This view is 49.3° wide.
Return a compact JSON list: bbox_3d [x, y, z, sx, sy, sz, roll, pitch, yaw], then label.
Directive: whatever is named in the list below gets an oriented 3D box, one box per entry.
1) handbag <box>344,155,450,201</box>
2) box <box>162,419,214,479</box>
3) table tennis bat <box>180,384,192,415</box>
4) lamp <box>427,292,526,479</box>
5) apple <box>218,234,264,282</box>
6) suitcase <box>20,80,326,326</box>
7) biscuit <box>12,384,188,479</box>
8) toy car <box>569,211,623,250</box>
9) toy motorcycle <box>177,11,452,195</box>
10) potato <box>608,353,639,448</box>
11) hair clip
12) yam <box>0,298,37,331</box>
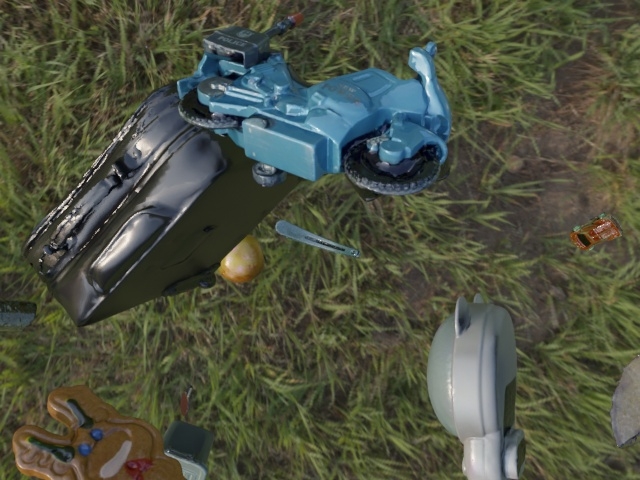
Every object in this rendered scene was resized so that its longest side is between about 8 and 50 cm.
[{"bbox_3d":[0.210,-0.190,1.881,0.275,0.244,0.088,-18,70,11],"label":"handbag"},{"bbox_3d":[-0.378,0.604,1.867,0.163,0.135,0.243,19,122,0],"label":"box"},{"bbox_3d":[-0.306,0.363,1.589,0.007,0.050,0.083,6,122,-28],"label":"table tennis bat"},{"bbox_3d":[0.194,0.191,0.880,0.108,0.179,0.245,-8,85,27],"label":"lamp"},{"bbox_3d":[-0.218,0.049,1.922,0.147,0.146,0.146,-4,106,-13],"label":"apple"},{"bbox_3d":[-0.193,-0.052,0.938,0.345,0.339,0.188,-41,83,26],"label":"suitcase"},{"bbox_3d":[-0.394,0.400,1.285,0.334,0.202,0.047,31,133,7],"label":"biscuit"},{"bbox_3d":[0.582,-0.015,1.481,0.059,0.122,0.035,52,49,-3],"label":"toy car"},{"bbox_3d":[0.005,-0.124,0.639,0.182,0.272,0.123,-45,148,-40],"label":"toy motorcycle"},{"bbox_3d":[0.503,0.243,1.075,0.172,0.100,0.089,-40,148,3],"label":"potato"},{"bbox_3d":[0.000,0.000,1.729,0.230,0.070,0.039,18,81,22],"label":"hair clip"},{"bbox_3d":[-0.399,0.091,0.849,0.094,0.043,0.043,10,104,-40],"label":"yam"}]
